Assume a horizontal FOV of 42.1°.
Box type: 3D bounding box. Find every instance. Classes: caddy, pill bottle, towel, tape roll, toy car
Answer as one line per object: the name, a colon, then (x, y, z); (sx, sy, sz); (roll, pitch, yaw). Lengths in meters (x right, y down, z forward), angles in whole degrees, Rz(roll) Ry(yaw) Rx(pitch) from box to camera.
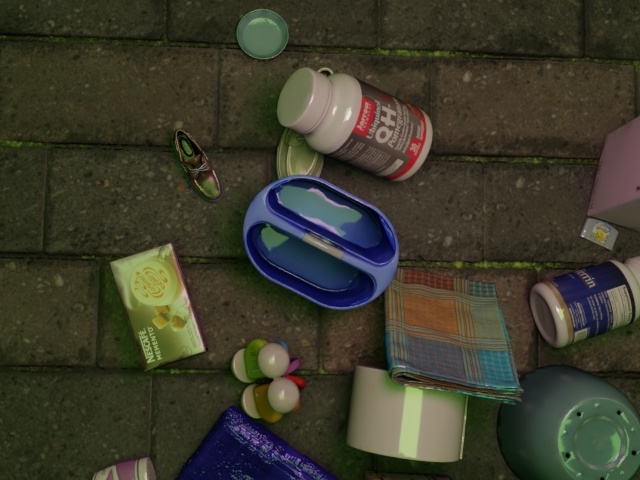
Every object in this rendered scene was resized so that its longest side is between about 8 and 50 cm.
caddy: (0.000, 0.000, 1.782); (0.341, 0.179, 0.241); (27, 96, -8)
pill bottle: (0.071, -0.251, 1.777); (0.319, 0.176, 0.176); (18, 82, -35)
pill bottle: (0.618, 0.131, 1.860); (0.265, 0.153, 0.153); (-18, 86, -7)
towel: (-0.135, 0.526, 1.777); (0.308, 0.076, 0.227); (36, 94, 0)
tape roll: (0.181, 0.359, 1.754); (0.246, 0.246, 0.169); (7, 83, -4)
toy car: (-0.097, 0.295, 1.802); (0.136, 0.159, 0.182); (-12, 84, -40)
towel: (0.266, 0.184, 1.751); (0.272, 0.370, 0.040); (10, 124, -4)

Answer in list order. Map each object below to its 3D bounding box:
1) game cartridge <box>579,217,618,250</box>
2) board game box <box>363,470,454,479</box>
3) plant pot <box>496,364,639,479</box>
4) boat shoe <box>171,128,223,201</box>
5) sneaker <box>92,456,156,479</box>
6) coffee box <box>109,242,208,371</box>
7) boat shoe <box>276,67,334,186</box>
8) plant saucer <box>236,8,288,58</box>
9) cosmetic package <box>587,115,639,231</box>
game cartridge: (0.653, -0.017, 1.947); (0.083, 0.017, 0.056); (24, 79, -2)
board game box: (0.196, 0.531, 1.787); (0.194, 0.147, 0.045); (5, 83, -3)
plant pot: (0.552, 0.417, 1.783); (0.293, 0.235, 0.293); (0, 84, -4)
boat shoe: (-0.280, -0.168, 1.860); (0.066, 0.066, 0.183); (-34, 88, -7)
sneaker: (-0.412, 0.615, 1.759); (0.161, 0.102, 0.282); (-13, 75, -3)
coffee box: (-0.348, 0.145, 1.806); (0.141, 0.098, 0.246); (-17, 86, -6)
boat shoe: (-0.033, -0.248, 1.875); (0.109, 0.094, 0.302); (12, 84, -3)
plant saucer: (-0.134, -0.475, 1.927); (0.119, 0.021, 0.119); (1, 84, -5)
cosmetic package: (0.735, -0.156, 1.783); (0.156, 0.385, 0.217); (16, 81, -4)
